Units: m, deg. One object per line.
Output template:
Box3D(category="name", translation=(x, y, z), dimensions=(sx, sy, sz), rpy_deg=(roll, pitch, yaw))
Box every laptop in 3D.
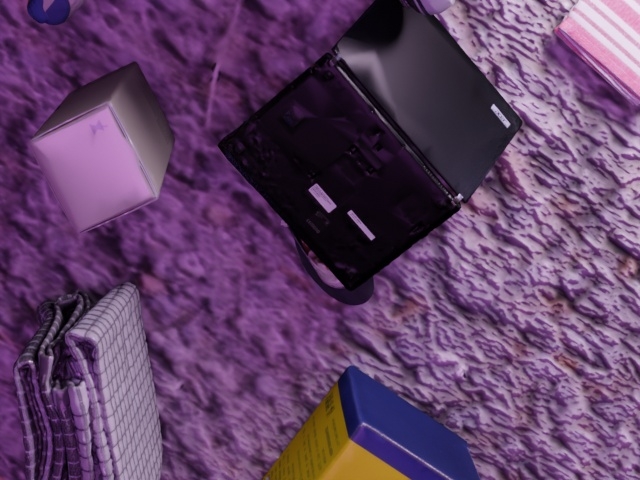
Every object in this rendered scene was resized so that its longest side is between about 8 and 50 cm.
Box3D(category="laptop", translation=(0.062, -0.122, 1.447), dimensions=(0.264, 0.136, 0.234), rpy_deg=(-38, 103, 17))

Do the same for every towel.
Box3D(category="towel", translation=(0.385, -0.272, 1.460), dimensions=(0.144, 0.029, 0.197), rpy_deg=(39, 97, -12))
Box3D(category="towel", translation=(-0.269, 0.209, 1.440), dimensions=(0.121, 0.235, 0.283), rpy_deg=(-6, 105, 4))

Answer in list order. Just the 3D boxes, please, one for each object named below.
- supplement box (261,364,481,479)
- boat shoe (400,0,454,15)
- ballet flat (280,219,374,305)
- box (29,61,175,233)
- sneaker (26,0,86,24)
Box3D(category="supplement box", translation=(0.015, 0.367, 1.516), dimensions=(0.195, 0.194, 0.356), rpy_deg=(35, 100, -11))
Box3D(category="boat shoe", translation=(0.019, -0.374, 1.377), dimensions=(0.119, 0.121, 0.335), rpy_deg=(-34, 93, 14))
Box3D(category="ballet flat", translation=(0.000, 0.000, 1.484), dimensions=(0.074, 0.074, 0.203), rpy_deg=(-29, 105, 4))
Box3D(category="box", translation=(-0.224, -0.105, 1.336), dimensions=(0.094, 0.275, 0.113), rpy_deg=(-24, 105, 5))
Box3D(category="sneaker", translation=(-0.193, -0.326, 1.370), dimensions=(0.296, 0.112, 0.131), rpy_deg=(-42, 121, 16))
